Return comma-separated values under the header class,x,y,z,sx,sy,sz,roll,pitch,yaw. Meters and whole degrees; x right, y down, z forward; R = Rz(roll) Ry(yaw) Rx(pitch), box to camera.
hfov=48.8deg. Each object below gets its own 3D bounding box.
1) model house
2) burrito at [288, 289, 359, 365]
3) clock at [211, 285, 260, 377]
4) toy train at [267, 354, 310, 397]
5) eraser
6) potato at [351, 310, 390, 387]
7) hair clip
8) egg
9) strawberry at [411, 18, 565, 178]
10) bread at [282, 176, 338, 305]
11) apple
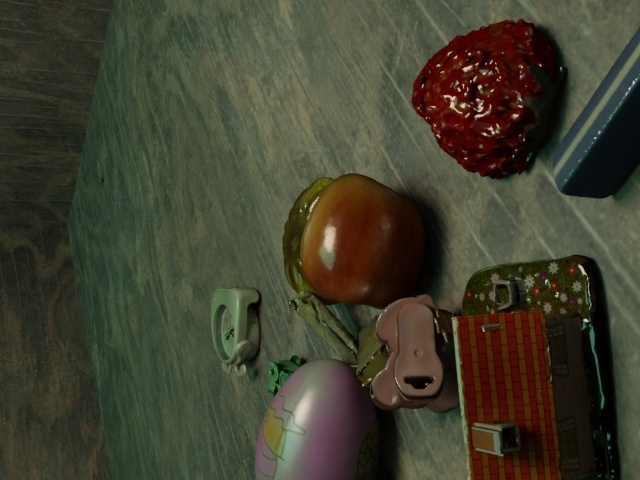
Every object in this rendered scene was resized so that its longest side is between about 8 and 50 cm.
class,x,y,z,sx,sy,sz,roll,pitch,yaw
model house,0.192,0.171,0.784,0.207,0.153,0.294,-11,81,58
burrito,0.020,0.145,1.116,0.171,0.042,0.051,48,151,8
clock,-0.182,0.195,1.517,0.151,0.062,0.191,-3,88,59
toy train,-0.034,0.271,1.261,0.178,0.071,0.105,17,115,57
eraser,0.301,-0.136,0.660,0.036,0.081,0.225,63,141,39
potato,0.109,0.159,1.020,0.101,0.089,0.172,-53,3,10
hair clip,0.123,0.152,0.920,0.102,0.123,0.138,86,179,-63
egg,-0.005,0.315,1.081,0.196,0.196,0.272,32,129,55
strawberry,0.170,-0.176,0.858,0.236,0.111,0.190,33,121,56
bread,0.000,0.000,1.163,0.213,0.104,0.214,0,90,63
apple,0.058,-0.001,0.987,0.199,0.199,0.199,2,92,60
